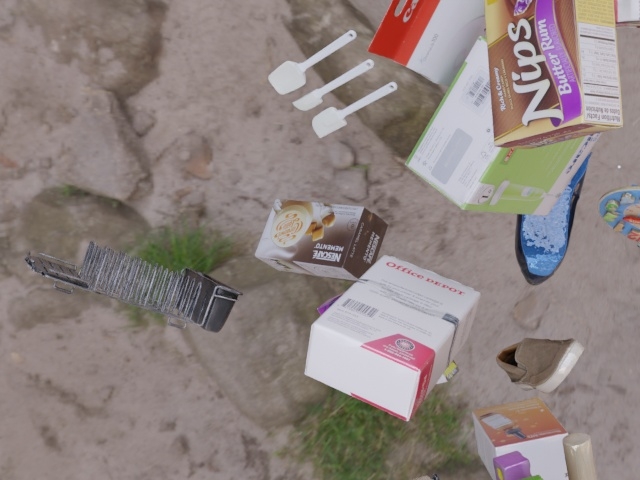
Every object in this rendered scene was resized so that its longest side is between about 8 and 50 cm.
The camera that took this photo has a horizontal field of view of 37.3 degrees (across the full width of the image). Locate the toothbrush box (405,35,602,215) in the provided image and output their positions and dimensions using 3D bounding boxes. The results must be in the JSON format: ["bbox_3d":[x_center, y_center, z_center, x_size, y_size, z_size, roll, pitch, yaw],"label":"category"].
[{"bbox_3d":[0.282,-0.153,1.366,0.122,0.283,0.206,42,114,31],"label":"toothbrush box"}]

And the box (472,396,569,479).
[{"bbox_3d":[0.351,0.356,1.659,0.130,0.170,0.091,-11,102,-3],"label":"box"}]

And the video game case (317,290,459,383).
[{"bbox_3d":[0.116,0.174,1.695,0.210,0.041,0.232,57,147,-3],"label":"video game case"}]

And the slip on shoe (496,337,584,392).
[{"bbox_3d":[0.200,0.110,0.879,0.041,0.135,0.051,37,79,2],"label":"slip on shoe"}]

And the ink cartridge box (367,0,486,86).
[{"bbox_3d":[0.173,-0.309,1.281,0.066,0.232,0.189,33,107,19],"label":"ink cartridge box"}]

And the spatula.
[{"bbox_3d":[0.021,-0.294,1.788,0.242,0.019,0.168,-23,112,48],"label":"spatula"}]

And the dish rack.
[{"bbox_3d":[-0.260,0.051,1.282,0.271,0.208,0.074,20,87,-21],"label":"dish rack"}]

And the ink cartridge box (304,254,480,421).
[{"bbox_3d":[0.111,0.136,1.408,0.171,0.237,0.100,22,124,21],"label":"ink cartridge box"}]

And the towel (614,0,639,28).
[{"bbox_3d":[0.573,-0.466,1.595,0.328,0.037,0.237,0,72,18],"label":"towel"}]

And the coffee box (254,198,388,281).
[{"bbox_3d":[0.000,0.000,1.990,0.246,0.098,0.141,8,72,40],"label":"coffee box"}]

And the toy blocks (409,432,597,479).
[{"bbox_3d":[0.306,0.463,1.312,0.308,0.288,0.260,-14,103,-7],"label":"toy blocks"}]

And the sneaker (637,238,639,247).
[{"bbox_3d":[0.374,-0.013,0.973,0.052,0.135,0.058,30,110,28],"label":"sneaker"}]

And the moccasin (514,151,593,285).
[{"bbox_3d":[0.407,-0.077,1.752,0.137,0.117,0.342,17,63,11],"label":"moccasin"}]

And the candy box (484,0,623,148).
[{"bbox_3d":[0.195,-0.179,0.813,0.109,0.053,0.187,-9,82,58],"label":"candy box"}]

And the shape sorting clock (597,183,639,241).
[{"bbox_3d":[0.613,-0.039,1.745,0.206,0.206,0.040,17,73,16],"label":"shape sorting clock"}]
